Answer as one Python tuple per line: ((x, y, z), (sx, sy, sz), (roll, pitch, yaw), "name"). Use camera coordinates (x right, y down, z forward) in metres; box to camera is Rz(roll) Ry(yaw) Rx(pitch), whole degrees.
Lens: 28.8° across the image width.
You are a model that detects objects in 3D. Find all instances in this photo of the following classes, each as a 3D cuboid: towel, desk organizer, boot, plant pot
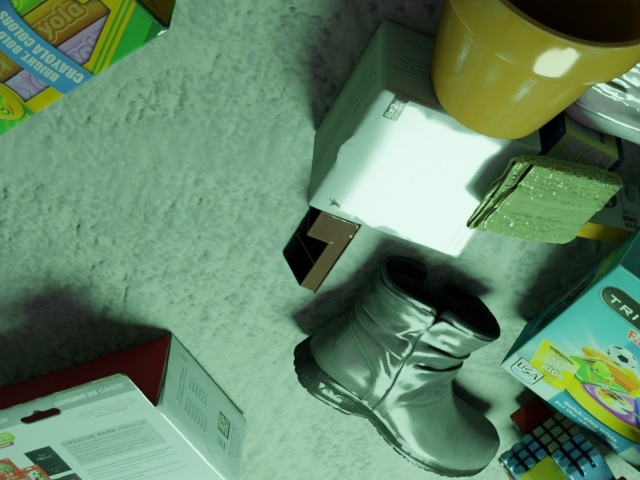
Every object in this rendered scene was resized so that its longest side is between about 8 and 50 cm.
((0.229, -0.042, 1.270), (0.148, 0.027, 0.110), (7, 137, -33), "towel")
((0.000, 0.000, 1.464), (0.050, 0.047, 0.130), (21, 133, -13), "desk organizer")
((0.154, 0.169, 1.580), (0.338, 0.118, 0.222), (29, 126, -27), "boot")
((0.192, -0.197, 1.149), (0.205, 0.205, 0.188), (14, 145, -10), "plant pot")
((0.375, -0.146, 1.243), (0.258, 0.095, 0.123), (14, 147, -9), "boot")

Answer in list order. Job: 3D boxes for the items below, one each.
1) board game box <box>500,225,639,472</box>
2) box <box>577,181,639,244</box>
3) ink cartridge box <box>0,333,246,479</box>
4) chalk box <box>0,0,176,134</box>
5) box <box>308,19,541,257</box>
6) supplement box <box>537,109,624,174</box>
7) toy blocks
((0.380, 0.141, 1.413), (0.253, 0.079, 0.336), (37, 153, 4), "board game box")
((0.303, -0.037, 1.378), (0.136, 0.081, 0.028), (10, 135, -7), "box")
((-0.302, 0.250, 1.682), (0.309, 0.130, 0.272), (-18, 130, 21), "ink cartridge box")
((-0.289, -0.235, 1.153), (0.289, 0.180, 0.179), (-26, 128, 28), "chalk box")
((0.105, -0.103, 1.299), (0.182, 0.119, 0.181), (20, 134, -15), "box")
((0.265, -0.109, 1.306), (0.083, 0.083, 0.056), (24, 133, -18), "supplement box")
((0.335, 0.338, 1.600), (0.190, 0.381, 0.261), (-36, 122, -3), "toy blocks")
